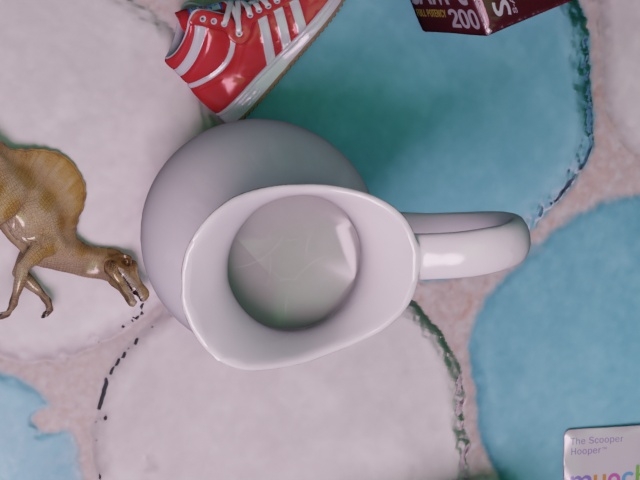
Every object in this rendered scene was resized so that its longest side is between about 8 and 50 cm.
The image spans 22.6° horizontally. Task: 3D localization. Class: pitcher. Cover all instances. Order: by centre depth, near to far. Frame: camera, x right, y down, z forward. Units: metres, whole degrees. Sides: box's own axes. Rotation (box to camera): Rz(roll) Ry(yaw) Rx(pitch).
[{"bbox_3d":[0.000,0.000,0.833,0.178,0.207,0.125,-5,99,-12],"label":"pitcher"}]

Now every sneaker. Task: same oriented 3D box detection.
[{"bbox_3d":[-0.036,-0.128,0.893,0.067,0.042,0.118,39,90,-18],"label":"sneaker"}]

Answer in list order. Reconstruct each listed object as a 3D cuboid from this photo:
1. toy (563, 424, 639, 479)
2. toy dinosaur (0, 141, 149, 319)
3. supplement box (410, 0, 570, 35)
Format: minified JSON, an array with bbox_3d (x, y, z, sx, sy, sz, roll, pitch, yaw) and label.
[{"bbox_3d":[0.224,0.234,0.993,0.137,0.056,0.237,-3,98,-13],"label":"toy"},{"bbox_3d":[-0.175,-0.020,0.882,0.092,0.053,0.183,-46,112,-19],"label":"toy dinosaur"},{"bbox_3d":[0.168,-0.189,0.885,0.239,0.130,0.073,-22,102,-8],"label":"supplement box"}]
